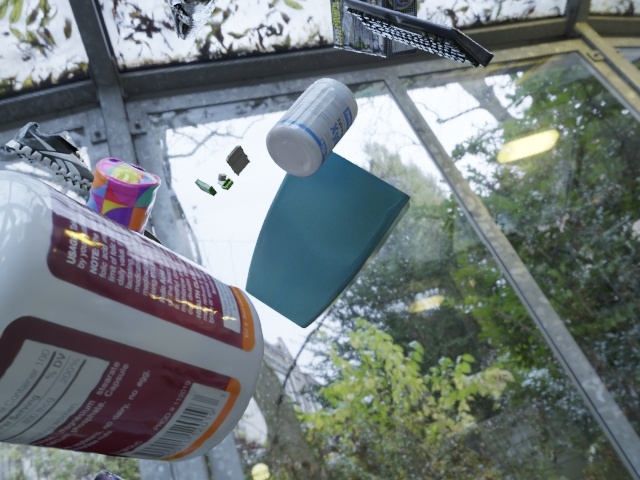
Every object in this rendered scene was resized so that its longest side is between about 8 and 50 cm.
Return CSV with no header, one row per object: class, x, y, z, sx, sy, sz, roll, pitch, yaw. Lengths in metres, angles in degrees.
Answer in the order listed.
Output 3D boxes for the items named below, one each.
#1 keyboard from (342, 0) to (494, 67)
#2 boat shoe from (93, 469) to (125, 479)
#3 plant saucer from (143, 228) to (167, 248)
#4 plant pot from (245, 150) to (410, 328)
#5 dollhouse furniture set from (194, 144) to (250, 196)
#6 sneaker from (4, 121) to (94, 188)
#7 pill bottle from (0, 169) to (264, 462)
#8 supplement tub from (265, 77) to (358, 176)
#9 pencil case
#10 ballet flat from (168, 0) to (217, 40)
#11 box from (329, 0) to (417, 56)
keyboard,0.113,-0.236,0.592,0.108,0.180,0.023,5,-64,-45
boat shoe,-0.208,0.438,0.628,0.158,0.341,0.127,-52,4,-2
plant saucer,-0.456,0.078,1.159,0.050,0.310,0.311,-37,-33,28
plant pot,0.000,0.000,0.761,0.234,0.166,0.165,-58,-9,4
dollhouse furniture set,-0.261,-0.189,1.369,0.151,0.059,0.076,-53,-32,-13
sneaker,-0.602,-0.200,1.210,0.234,0.106,0.078,30,-11,-21
pill bottle,-0.256,0.074,0.482,0.224,0.224,0.392,-33,-40,16
supplement tub,-0.009,-0.131,0.594,0.107,0.071,0.071,-55,-15,-32
pencil case,-0.325,-0.009,0.800,0.105,0.104,0.236,6,-60,-39
ballet flat,-0.105,-0.224,0.440,0.058,0.250,0.084,-13,-72,-11
box,0.077,-0.455,0.845,0.060,0.216,0.269,-16,-62,-17
